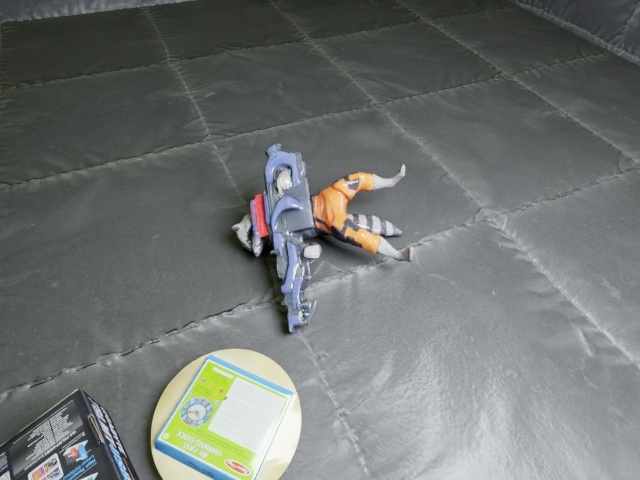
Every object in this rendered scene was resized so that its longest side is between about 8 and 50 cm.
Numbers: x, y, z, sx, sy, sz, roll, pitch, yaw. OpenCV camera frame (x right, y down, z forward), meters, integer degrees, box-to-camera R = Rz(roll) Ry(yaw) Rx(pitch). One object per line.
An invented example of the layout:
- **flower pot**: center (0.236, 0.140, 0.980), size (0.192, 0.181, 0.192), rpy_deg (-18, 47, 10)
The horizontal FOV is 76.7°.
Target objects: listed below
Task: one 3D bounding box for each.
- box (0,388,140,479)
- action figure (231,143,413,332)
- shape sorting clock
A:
- **box**: center (-0.319, 0.347, 0.395), size (0.295, 0.073, 0.293), rpy_deg (-38, 44, -25)
- **action figure**: center (0.000, 0.000, 0.762), size (0.330, 0.178, 0.341), rpy_deg (-2, 76, 5)
- **shape sorting clock**: center (-0.130, 0.254, 0.570), size (0.206, 0.040, 0.206), rpy_deg (3, 51, -4)
